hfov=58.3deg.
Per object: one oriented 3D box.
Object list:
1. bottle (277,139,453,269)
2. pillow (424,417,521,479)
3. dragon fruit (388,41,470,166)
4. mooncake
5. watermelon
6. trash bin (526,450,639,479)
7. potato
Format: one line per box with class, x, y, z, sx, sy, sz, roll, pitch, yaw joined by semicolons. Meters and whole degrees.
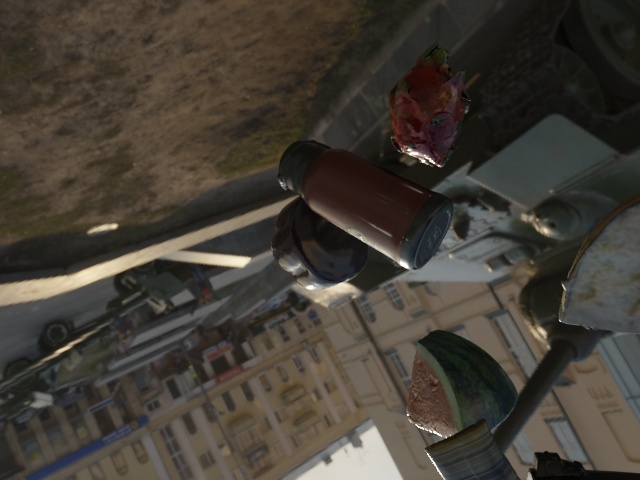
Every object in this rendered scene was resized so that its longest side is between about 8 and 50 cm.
bottle;0.067;-0.083;1.063;0.144;0.336;0.144;-44;151;-32
pillow;0.264;0.392;0.926;0.113;0.203;0.038;-31;-170;11
dragon fruit;0.256;-0.299;1.279;0.269;0.200;0.198;-53;-162;-27
mooncake;0.000;0.000;1.346;0.245;0.245;0.133;-22;178;-36
watermelon;0.323;0.395;1.490;0.292;0.283;0.250;-46;160;8
trash bin;0.531;0.508;1.006;0.301;0.252;0.203;-2;174;13
potato;0.418;0.009;0.729;0.211;0.189;0.264;6;-175;20
